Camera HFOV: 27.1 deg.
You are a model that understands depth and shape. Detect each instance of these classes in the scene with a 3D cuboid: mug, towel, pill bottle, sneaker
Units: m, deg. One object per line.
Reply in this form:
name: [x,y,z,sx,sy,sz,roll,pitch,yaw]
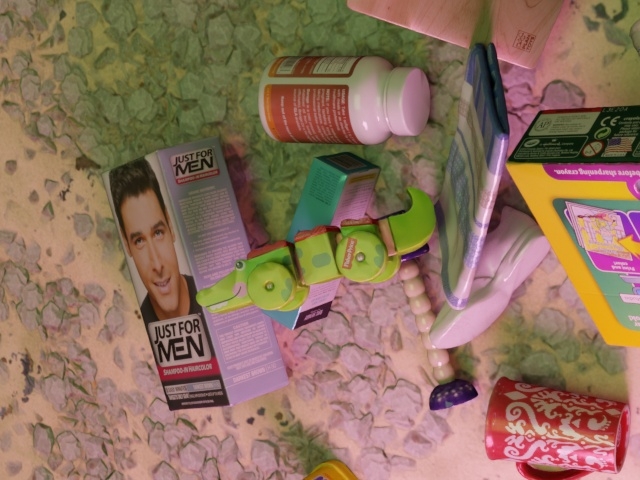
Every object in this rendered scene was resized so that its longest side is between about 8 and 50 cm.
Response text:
mug: [0.318,0.253,1.752,0.169,0.150,0.113,6,66,24]
towel: [0.185,-0.078,1.654,0.034,0.209,0.285,5,131,-5]
pill bottle: [0.033,-0.190,1.804,0.216,0.121,0.121,5,101,29]
sneaker: [0.209,0.048,1.772,0.212,0.080,0.094,-49,57,7]

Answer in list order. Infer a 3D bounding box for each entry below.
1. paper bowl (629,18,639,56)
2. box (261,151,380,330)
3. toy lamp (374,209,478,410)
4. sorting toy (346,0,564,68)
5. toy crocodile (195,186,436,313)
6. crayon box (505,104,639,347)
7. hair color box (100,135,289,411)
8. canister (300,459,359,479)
paper bowl: [0.494,-0.228,1.440,0.284,0.284,0.148,-27,84,31]
box: [0.000,0.000,1.871,0.060,0.100,0.244,29,112,24]
toy lamp: [0.137,0.094,1.823,0.080,0.080,0.274,-18,89,31]
sorting toy: [0.189,-0.378,1.640,0.255,0.089,0.257,17,111,-11]
toy crocodile: [-0.004,0.025,1.760,0.340,0.115,0.105,-18,83,15]
crayon box: [0.433,-0.005,1.481,0.363,0.106,0.313,3,138,46]
hair color box: [-0.186,0.053,1.944,0.185,0.113,0.374,-15,91,54]
canister: [0.000,0.396,1.902,0.126,0.170,0.073,47,118,14]
